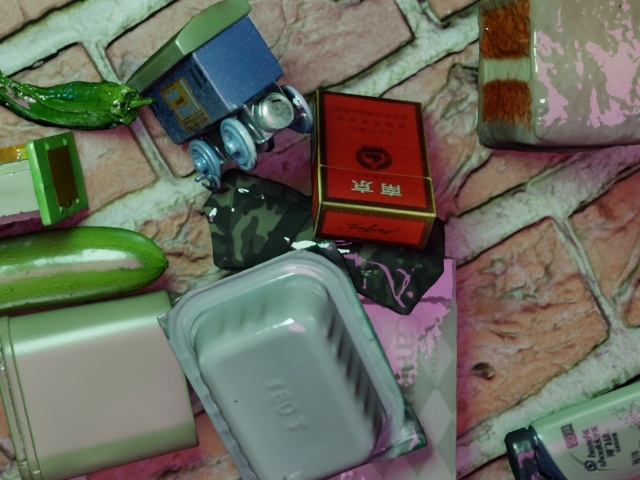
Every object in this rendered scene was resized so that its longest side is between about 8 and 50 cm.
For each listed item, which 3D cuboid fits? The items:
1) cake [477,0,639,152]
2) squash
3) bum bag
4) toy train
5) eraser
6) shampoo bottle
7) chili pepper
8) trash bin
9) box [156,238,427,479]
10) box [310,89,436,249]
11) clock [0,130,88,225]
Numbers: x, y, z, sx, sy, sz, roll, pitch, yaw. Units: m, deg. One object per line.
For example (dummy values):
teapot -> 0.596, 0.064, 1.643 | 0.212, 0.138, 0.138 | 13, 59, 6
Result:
cake -> 0.343, -0.232, 1.681 | 0.230, 0.309, 0.237 | -5, 95, -9
squash -> -0.402, 0.045, 1.721 | 0.395, 0.107, 0.107 | -10, 98, -2
bum bag -> 0.000, 0.000, 1.712 | 0.340, 0.095, 0.144 | 14, 68, 8
toy train -> -0.128, -0.184, 1.636 | 0.131, 0.300, 0.202 | -36, 98, -22
eraser -> 0.083, 0.217, 1.813 | 0.213, 0.082, 0.397 | -2, 97, -7
shampoo bottle -> 0.453, 0.283, 1.870 | 0.359, 0.078, 0.134 | -20, 105, -4
chili pepper -> -0.324, -0.192, 1.696 | 0.279, 0.122, 0.065 | 9, 72, 17
trash bin -> -0.307, 0.202, 1.749 | 0.247, 0.121, 0.243 | -11, 98, -8
box -> -0.038, 0.198, 1.677 | 0.264, 0.106, 0.336 | -22, 112, 9
box -> 0.065, -0.098, 1.700 | 0.153, 0.240, 0.074 | 9, 133, -10
clock -> -0.455, -0.062, 1.653 | 0.255, 0.220, 0.106 | -10, 97, 2
